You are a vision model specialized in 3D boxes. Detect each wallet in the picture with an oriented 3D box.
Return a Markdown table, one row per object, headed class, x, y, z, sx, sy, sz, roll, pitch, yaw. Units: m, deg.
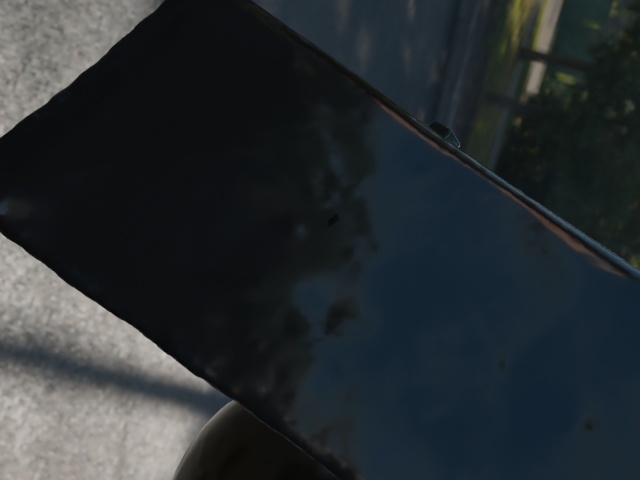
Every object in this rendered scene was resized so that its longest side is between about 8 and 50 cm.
| class | x | y | z | sx | sy | sz | roll | pitch | yaw |
| --- | --- | --- | --- | --- | --- | --- | --- | --- | --- |
| wallet | 0.024 | 0.016 | 0.403 | 0.146 | 0.285 | 0.030 | -46 | 164 | -35 |

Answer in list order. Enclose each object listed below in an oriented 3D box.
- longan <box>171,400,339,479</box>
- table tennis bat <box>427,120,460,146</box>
| class | x | y | z | sx | sy | sz | roll | pitch | yaw |
| --- | --- | --- | --- | --- | --- | --- | --- | --- | --- |
| longan | -0.011 | 0.166 | 0.602 | 0.204 | 0.159 | 0.185 | -62 | 154 | 1 |
| table tennis bat | 0.000 | 0.000 | 1.017 | 0.301 | 0.173 | 0.022 | -42 | 127 | -6 |
